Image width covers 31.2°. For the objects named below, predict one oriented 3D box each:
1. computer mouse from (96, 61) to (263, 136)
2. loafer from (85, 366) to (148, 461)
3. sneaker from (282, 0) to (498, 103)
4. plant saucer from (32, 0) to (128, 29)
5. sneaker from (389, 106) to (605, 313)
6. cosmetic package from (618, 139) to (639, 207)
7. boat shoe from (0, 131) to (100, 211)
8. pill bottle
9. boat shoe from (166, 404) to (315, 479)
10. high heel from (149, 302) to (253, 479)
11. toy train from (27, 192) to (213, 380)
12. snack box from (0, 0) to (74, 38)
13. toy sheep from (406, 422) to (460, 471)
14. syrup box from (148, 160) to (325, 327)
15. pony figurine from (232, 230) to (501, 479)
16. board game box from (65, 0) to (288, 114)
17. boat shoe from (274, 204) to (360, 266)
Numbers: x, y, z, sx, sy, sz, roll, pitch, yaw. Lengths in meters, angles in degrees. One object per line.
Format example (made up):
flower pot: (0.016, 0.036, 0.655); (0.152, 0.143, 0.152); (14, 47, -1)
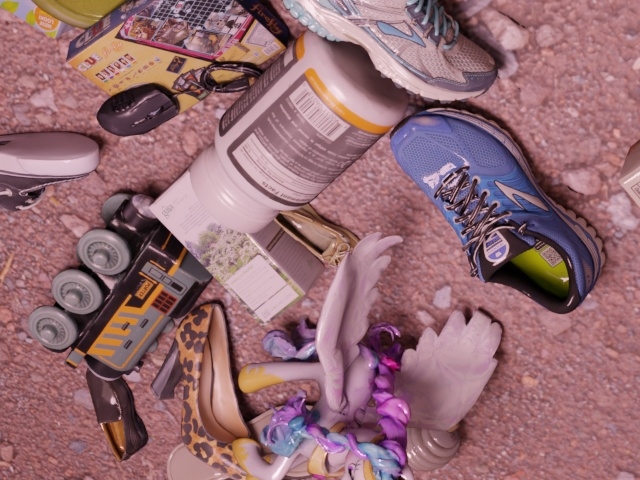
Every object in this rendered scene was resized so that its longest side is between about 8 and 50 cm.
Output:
computer mouse: (-0.186, -0.182, 1.515); (0.242, 0.041, 0.071); (-15, 138, 18)
loafer: (-0.334, 0.276, 1.849); (0.062, 0.061, 0.170); (-17, 108, 28)
sneaker: (0.096, -0.264, 1.351); (0.283, 0.110, 0.122); (25, 132, -12)
plant saucer: (-0.277, -0.364, 1.452); (0.241, 0.037, 0.241); (-5, 129, -7)
sneaker: (0.219, -0.035, 1.427); (0.330, 0.147, 0.130); (40, 121, -4)
cosmetic package: (0.505, -0.116, 1.293); (0.296, 0.129, 0.153); (-37, 97, 32)
boat shoe: (-0.443, -0.093, 1.678); (0.301, 0.108, 0.102); (0, 115, 24)
pill bottle: (-0.034, -0.139, 1.467); (0.162, 0.162, 0.278); (46, 123, -6)
boat shoe: (-0.078, 0.322, 1.771); (0.335, 0.095, 0.112); (-16, 73, 23)
high heel: (-0.137, 0.226, 1.687); (0.261, 0.093, 0.186); (43, 117, 26)
toy train: (-0.293, 0.077, 1.696); (0.190, 0.142, 0.334); (34, 123, -9)
snack box: (-0.398, -0.397, 1.526); (0.207, 0.070, 0.174); (32, 121, 3)
toy sheep: (0.157, 0.287, 1.655); (0.091, 0.091, 0.132); (40, 141, -2)
syrup box: (-0.116, -0.004, 1.603); (0.237, 0.096, 0.093); (47, 120, -6)
pony figurine: (0.042, 0.198, 1.519); (0.303, 0.351, 0.363); (34, 159, -30)
board game box: (-0.186, -0.255, 1.492); (0.243, 0.042, 0.165); (-26, 134, 29)
boat shoe: (0.001, -0.002, 1.589); (0.153, 0.048, 0.056); (40, 122, -2)
